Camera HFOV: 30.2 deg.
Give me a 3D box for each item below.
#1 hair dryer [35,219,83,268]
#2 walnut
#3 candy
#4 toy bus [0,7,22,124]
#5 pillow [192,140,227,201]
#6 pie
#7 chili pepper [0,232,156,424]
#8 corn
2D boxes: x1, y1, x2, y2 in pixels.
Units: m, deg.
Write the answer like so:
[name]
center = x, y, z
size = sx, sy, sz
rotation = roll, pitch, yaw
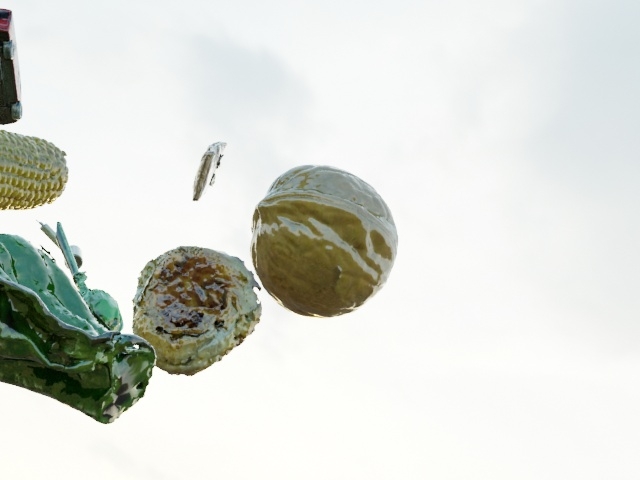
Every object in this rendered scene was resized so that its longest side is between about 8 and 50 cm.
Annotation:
[hair dryer]
center = -0.517, 0.003, 2.345
size = 0.124, 0.038, 0.063
rotation = 50, 0, -22
[walnut]
center = 0.000, 0.000, 1.713
size = 0.228, 0.228, 0.228
rotation = 23, -25, 12
[candy]
center = -0.424, 0.063, 2.080
size = 0.323, 0.097, 0.097
rotation = 56, 0, 44
[toy bus]
center = -0.544, -0.289, 1.992
size = 0.081, 0.089, 0.195
rotation = 2, -49, -3
[pillow]
center = -0.260, -0.162, 2.742
size = 0.043, 0.126, 0.232
rotation = 16, 12, -2
[pie]
center = -0.263, 0.140, 2.398
size = 0.308, 0.308, 0.085
rotation = 17, -25, 24
[chili pepper]
center = -0.376, 0.079, 1.331
size = 0.385, 0.167, 0.213
rotation = 31, 12, 11
[corn]
center = -0.546, -0.105, 1.732
size = 0.144, 0.144, 0.387
rotation = 10, 5, 36
